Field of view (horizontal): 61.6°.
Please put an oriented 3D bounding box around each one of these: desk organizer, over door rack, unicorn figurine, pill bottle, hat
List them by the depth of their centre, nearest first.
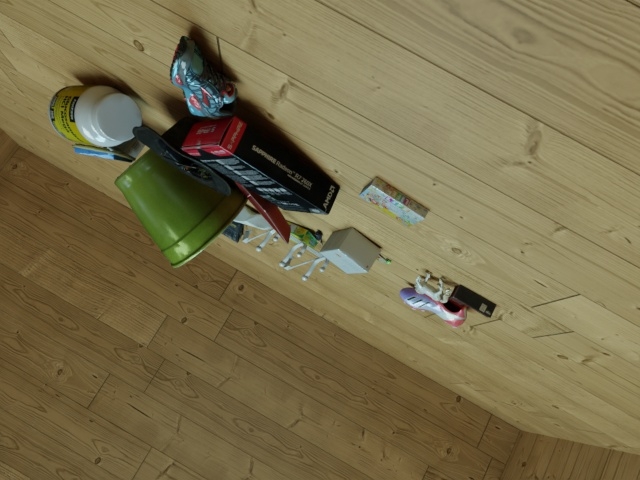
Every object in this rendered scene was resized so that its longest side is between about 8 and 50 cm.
[{"bbox_3d":[-0.372,-0.274,1.581,0.331,0.133,0.331,31,171,6],"label":"hat"},{"bbox_3d":[0.472,0.190,1.669,0.130,0.047,0.050,30,167,1],"label":"desk organizer"},{"bbox_3d":[-0.710,-0.396,1.701,0.334,0.187,0.188,15,159,43],"label":"pill bottle"},{"bbox_3d":[0.345,0.148,1.719,0.162,0.060,0.111,48,154,40],"label":"unicorn figurine"},{"bbox_3d":[-0.146,0.052,2.042,0.240,0.108,0.324,35,161,-24],"label":"over door rack"}]

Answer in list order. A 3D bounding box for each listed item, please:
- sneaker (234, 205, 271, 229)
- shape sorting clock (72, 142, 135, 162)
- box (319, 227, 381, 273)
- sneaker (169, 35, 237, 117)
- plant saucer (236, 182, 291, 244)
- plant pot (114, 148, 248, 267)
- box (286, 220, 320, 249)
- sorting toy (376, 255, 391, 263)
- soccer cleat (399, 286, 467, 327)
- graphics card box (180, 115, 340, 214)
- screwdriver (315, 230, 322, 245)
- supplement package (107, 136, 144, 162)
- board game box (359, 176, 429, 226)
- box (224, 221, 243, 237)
[{"bbox_3d":[-0.287,-0.093,2.124,0.212,0.080,0.094,27,176,7],"label":"sneaker"},{"bbox_3d":[-0.743,-0.304,1.849,0.206,0.040,0.206,10,-175,-1],"label":"shape sorting clock"},{"bbox_3d":[0.096,0.037,1.773,0.130,0.091,0.170,38,163,-15],"label":"box"},{"bbox_3d":[-0.244,-0.356,1.189,0.125,0.104,0.262,14,169,5],"label":"sneaker"},{"bbox_3d":[-0.195,-0.132,1.731,0.259,0.048,0.258,48,174,26],"label":"plant saucer"},{"bbox_3d":[-0.508,-0.156,1.881,0.353,0.366,0.366,48,160,-18],"label":"plant pot"},{"bbox_3d":[-0.086,-0.021,2.020,0.179,0.043,0.105,21,163,33],"label":"box"},{"bbox_3d":[0.199,0.060,1.817,0.083,0.012,0.062,11,156,51],"label":"sorting toy"},{"bbox_3d":[0.391,0.212,1.861,0.248,0.083,0.095,28,136,27],"label":"soccer cleat"},{"bbox_3d":[-0.155,-0.190,1.428,0.371,0.094,0.233,31,167,-35],"label":"graphics card box"},{"bbox_3d":[0.000,0.000,1.979,0.025,0.024,0.170,55,175,21],"label":"screwdriver"},{"bbox_3d":[-0.752,-0.384,1.972,0.179,0.105,0.105,28,165,7],"label":"supplement package"},{"bbox_3d":[0.180,-0.093,1.332,0.154,0.026,0.103,32,164,-6],"label":"board game box"},{"bbox_3d":[-0.448,-0.076,2.487,0.184,0.059,0.232,30,166,-1],"label":"box"}]
